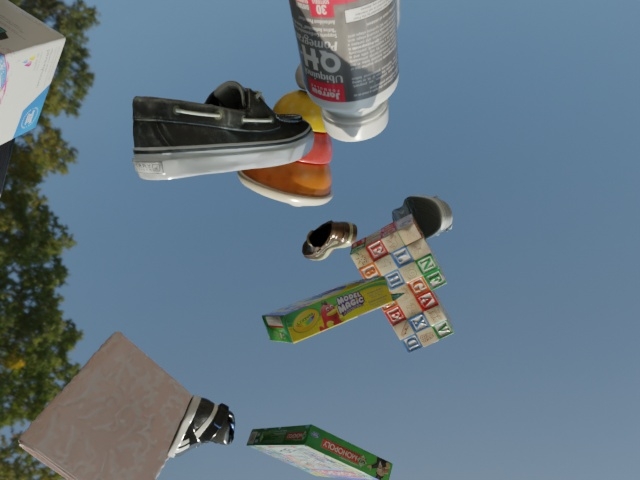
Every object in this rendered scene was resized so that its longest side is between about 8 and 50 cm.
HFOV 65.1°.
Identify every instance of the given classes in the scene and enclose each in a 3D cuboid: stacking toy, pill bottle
[{"bbox_3d":[-0.068,-0.385,1.704,0.350,0.480,0.351,15,-160,-6],"label":"stacking toy"},{"bbox_3d":[0.048,-0.340,0.881,0.176,0.319,0.176,-6,-132,7],"label":"pill bottle"}]

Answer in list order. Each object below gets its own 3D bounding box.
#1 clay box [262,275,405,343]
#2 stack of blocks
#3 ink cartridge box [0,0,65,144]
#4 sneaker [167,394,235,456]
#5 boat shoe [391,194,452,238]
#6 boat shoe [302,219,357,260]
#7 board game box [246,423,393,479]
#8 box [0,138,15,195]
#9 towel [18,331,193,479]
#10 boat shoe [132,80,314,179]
[{"bbox_3d":[0.023,0.113,0.868,0.222,0.127,0.053,-19,-90,-25],"label":"clay box"},{"bbox_3d":[0.220,0.107,1.234,0.171,0.297,0.087,-28,-168,14],"label":"stack of blocks"},{"bbox_3d":[-0.367,-0.147,0.494,0.078,0.134,0.231,33,-150,-11],"label":"ink cartridge box"},{"bbox_3d":[-0.256,0.432,1.104,0.121,0.217,0.079,24,-142,-8],"label":"sneaker"},{"bbox_3d":[0.280,-0.065,1.335,0.103,0.320,0.118,-18,-93,-8],"label":"boat shoe"},{"bbox_3d":[0.000,-0.008,1.466,0.095,0.257,0.095,11,-113,-29],"label":"boat shoe"},{"bbox_3d":[-0.014,0.488,1.149,0.213,0.317,0.046,32,-123,-16],"label":"board game box"},{"bbox_3d":[-0.648,-0.153,0.984,0.232,0.059,0.184,-15,-115,52],"label":"box"},{"bbox_3d":[-0.497,0.446,1.245,0.053,0.317,0.332,-31,-160,40],"label":"towel"},{"bbox_3d":[-0.117,-0.168,0.724,0.121,0.119,0.335,11,-159,30],"label":"boat shoe"}]
